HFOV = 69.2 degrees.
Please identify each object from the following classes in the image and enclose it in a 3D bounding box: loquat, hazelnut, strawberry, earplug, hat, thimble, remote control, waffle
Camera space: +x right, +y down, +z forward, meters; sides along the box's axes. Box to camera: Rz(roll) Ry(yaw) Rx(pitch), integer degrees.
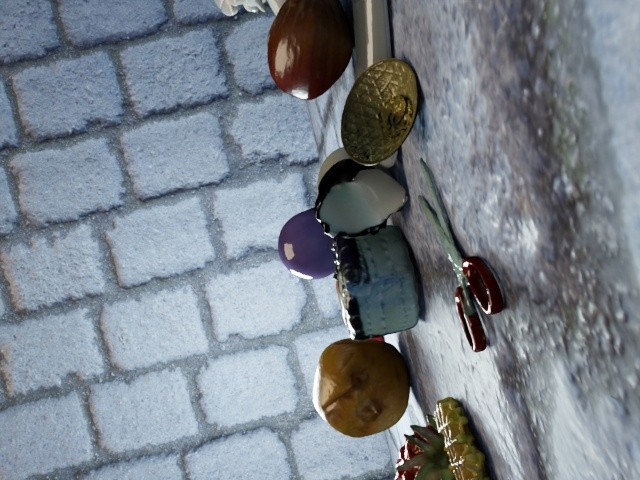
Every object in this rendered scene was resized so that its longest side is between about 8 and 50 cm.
[{"bbox_3d":[0.109,0.398,1.281,0.284,0.276,0.276,167,90,-79],"label":"loquat"},{"bbox_3d":[-0.026,-0.402,0.928,0.181,0.181,0.212,49,-152,-39],"label":"hazelnut"},{"bbox_3d":[0.222,0.524,0.914,0.233,0.138,0.306,-109,7,-60],"label":"strawberry"},{"bbox_3d":[0.000,0.000,1.284,0.456,0.215,0.215,-22,-81,-80],"label":"earplug"},{"bbox_3d":[0.100,-0.171,0.647,0.146,0.067,0.146,-10,77,50],"label":"hat"},{"bbox_3d":[0.106,0.081,0.932,0.237,0.150,0.237,168,90,-88],"label":"thimble"},{"bbox_3d":[0.074,-0.265,0.713,0.109,0.055,0.313,-106,3,-52],"label":"remote control"},{"bbox_3d":[0.228,0.348,0.738,0.192,0.046,0.160,-105,2,-68],"label":"waffle"}]

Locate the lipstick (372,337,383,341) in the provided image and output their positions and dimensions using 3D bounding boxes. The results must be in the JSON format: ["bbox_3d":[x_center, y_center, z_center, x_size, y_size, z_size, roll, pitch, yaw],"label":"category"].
[{"bbox_3d":[0.181,0.301,1.635,0.073,0.073,0.279,-106,3,-53],"label":"lipstick"}]

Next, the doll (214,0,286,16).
[{"bbox_3d":[-0.104,-0.539,0.985,0.144,0.271,0.208,60,165,-2],"label":"doll"}]

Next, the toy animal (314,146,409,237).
[{"bbox_3d":[0.072,-0.097,0.860,0.179,0.166,0.138,-86,-13,-55],"label":"toy animal"}]

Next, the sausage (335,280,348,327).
[{"bbox_3d":[0.116,0.143,1.221,0.268,0.141,0.153,80,176,-58],"label":"sausage"}]

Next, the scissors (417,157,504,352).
[{"bbox_3d":[0.165,0.007,0.590,0.144,0.017,0.247,79,178,-53],"label":"scissors"}]
